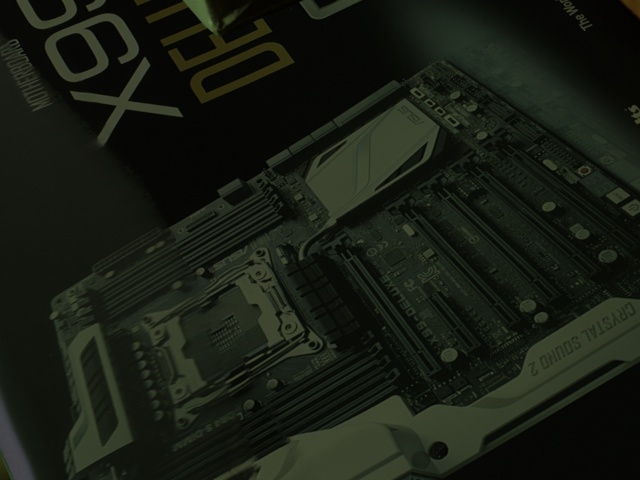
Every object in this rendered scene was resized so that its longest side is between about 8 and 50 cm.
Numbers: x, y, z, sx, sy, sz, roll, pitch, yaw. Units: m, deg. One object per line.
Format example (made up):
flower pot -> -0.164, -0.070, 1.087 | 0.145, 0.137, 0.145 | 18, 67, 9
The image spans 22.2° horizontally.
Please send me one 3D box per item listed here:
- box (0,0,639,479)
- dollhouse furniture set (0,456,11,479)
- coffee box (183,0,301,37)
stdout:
box -> 0.000, 0.000, 0.530 | 0.307, 0.242, 0.076 | 57, 166, 38
dollhouse furniture set -> -0.110, -0.038, 0.794 | 0.198, 0.303, 0.286 | 51, 163, 47
coffee box -> -0.004, -0.210, 0.283 | 0.119, 0.168, 0.297 | 51, 162, 51
